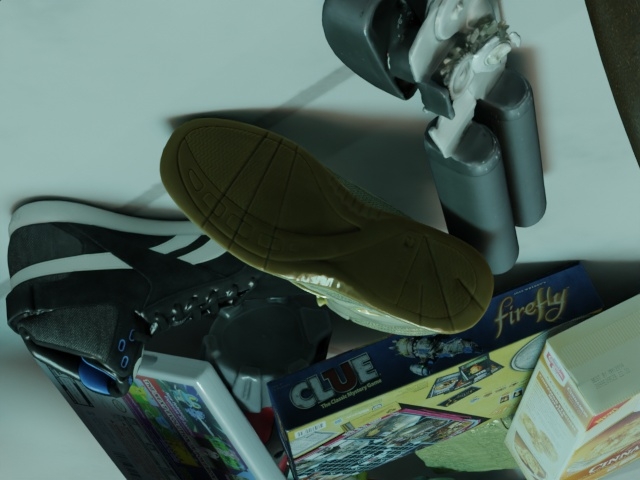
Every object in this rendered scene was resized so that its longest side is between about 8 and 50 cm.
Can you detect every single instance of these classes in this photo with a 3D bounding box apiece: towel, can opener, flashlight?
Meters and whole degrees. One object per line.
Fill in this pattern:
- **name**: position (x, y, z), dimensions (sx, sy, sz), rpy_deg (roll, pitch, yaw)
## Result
- **towel**: position (0.138, 0.184, 1.462), dimensions (0.110, 0.027, 0.148), rpy_deg (-9, 154, 19)
- **can opener**: position (0.078, -0.071, 0.897), dimensions (0.093, 0.074, 0.280), rpy_deg (27, 164, 26)
- **flashlight**: position (-0.065, 0.139, 1.282), dimensions (0.103, 0.103, 0.304), rpy_deg (27, 154, 9)

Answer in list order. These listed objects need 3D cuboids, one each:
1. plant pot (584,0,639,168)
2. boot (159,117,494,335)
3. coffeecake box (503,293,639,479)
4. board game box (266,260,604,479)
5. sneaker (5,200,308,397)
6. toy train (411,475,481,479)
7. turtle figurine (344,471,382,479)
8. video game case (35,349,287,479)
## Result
- **plant pot**: position (0.237, -0.050, 0.739), dimensions (0.215, 0.230, 0.215), rpy_deg (-1, 155, -1)
- **boot**: position (0.000, 0.000, 1.002), dimensions (0.213, 0.077, 0.165), rpy_deg (26, 175, 1)
- **coffeecake box**: position (0.226, 0.111, 1.189), dimensions (0.142, 0.068, 0.185), rpy_deg (-24, 155, -16)
- **board game box**: position (0.085, 0.108, 1.189), dimensions (0.243, 0.042, 0.165), rpy_deg (-20, 155, -7)
- **sneaker**: position (-0.104, 0.050, 1.062), dimensions (0.216, 0.121, 0.079), rpy_deg (7, 154, -15)
- **toy train**: position (0.129, 0.330, 1.586), dimensions (0.190, 0.142, 0.334), rpy_deg (-36, 147, 32)
- **turtle figurine**: position (-0.064, 0.286, 1.598), dimensions (0.217, 0.087, 0.269), rpy_deg (20, 147, -37)
- **video game case**: position (-0.115, 0.153, 1.242), dimensions (0.183, 0.023, 0.201), rpy_deg (7, 139, 38)
